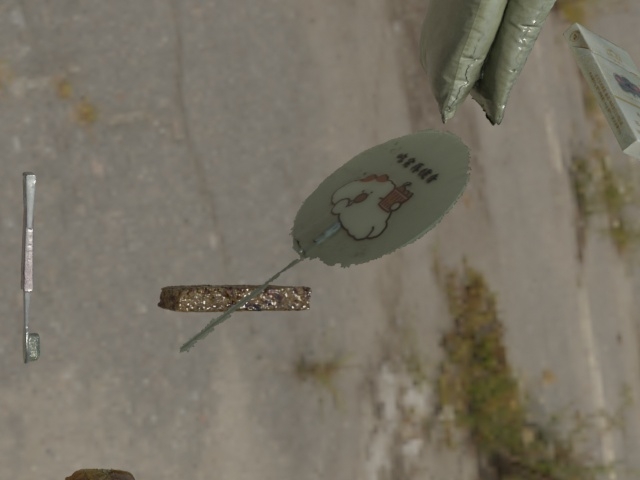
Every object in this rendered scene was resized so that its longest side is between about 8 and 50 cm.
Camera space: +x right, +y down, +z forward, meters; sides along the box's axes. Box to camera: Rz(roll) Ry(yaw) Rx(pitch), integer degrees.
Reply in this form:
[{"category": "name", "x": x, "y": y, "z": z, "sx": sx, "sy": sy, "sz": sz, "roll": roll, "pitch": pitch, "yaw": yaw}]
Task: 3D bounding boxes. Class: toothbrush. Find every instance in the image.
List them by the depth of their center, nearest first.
[{"category": "toothbrush", "x": -0.285, "y": 0.028, "z": 1.513, "sx": 0.017, "sy": 0.014, "sz": 0.194, "roll": -6, "pitch": 108, "yaw": -25}]

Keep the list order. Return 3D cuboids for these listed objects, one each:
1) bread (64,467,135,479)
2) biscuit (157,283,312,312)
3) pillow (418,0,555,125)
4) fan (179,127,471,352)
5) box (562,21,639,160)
[{"category": "bread", "x": -0.276, "y": 0.328, "z": 1.963, "sx": 0.083, "sy": 0.077, "sz": 0.070, "roll": 13, "pitch": 63, "yaw": -41}, {"category": "biscuit", "x": -0.108, "y": 0.074, "z": 1.995, "sx": 0.199, "sy": 0.064, "sz": 0.034, "roll": 0, "pitch": 92, "yaw": -32}, {"category": "pillow", "x": 0.130, "y": -0.189, "z": 1.193, "sx": 0.134, "sy": 0.078, "sz": 0.181, "roll": -112, "pitch": -144, "yaw": -61}, {"category": "fan", "x": 0.000, "y": -0.001, "z": 1.417, "sx": 0.009, "sy": 0.329, "sz": 0.191, "roll": 57, "pitch": -8, "yaw": -31}, {"category": "box", "x": 0.305, "y": -0.141, "z": 1.550, "sx": 0.090, "sy": 0.024, "sz": 0.167, "roll": 20, "pitch": 40, "yaw": -41}]
